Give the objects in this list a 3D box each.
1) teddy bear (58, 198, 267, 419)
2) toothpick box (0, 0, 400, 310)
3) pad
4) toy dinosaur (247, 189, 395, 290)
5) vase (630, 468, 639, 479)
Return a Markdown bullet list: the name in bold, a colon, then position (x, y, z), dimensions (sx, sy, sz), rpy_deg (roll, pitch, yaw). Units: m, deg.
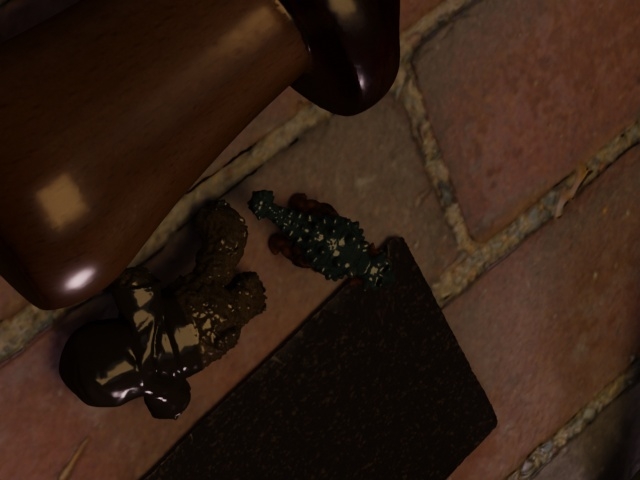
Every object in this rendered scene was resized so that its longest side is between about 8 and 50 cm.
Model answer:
- **teddy bear**: position (-0.091, 0.057, 1.231), dimensions (0.160, 0.078, 0.119), rpy_deg (-37, 130, -25)
- **toothpick box**: position (-0.091, -0.103, 1.106), dimensions (0.294, 0.192, 0.192), rpy_deg (-40, 128, -14)
- **pad**: position (-0.013, 0.175, 1.389), dimensions (0.330, 0.004, 0.220), rpy_deg (-43, 129, -19)
- **toy dinosaur**: position (0.000, 0.000, 1.301), dimensions (0.154, 0.055, 0.049), rpy_deg (30, 90, -45)
- **vase**: position (0.342, 0.114, 1.564), dimensions (0.173, 0.173, 0.321), rpy_deg (17, 101, -42)
